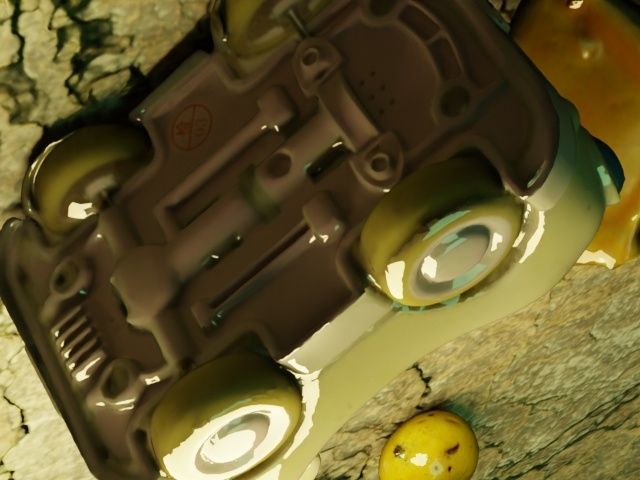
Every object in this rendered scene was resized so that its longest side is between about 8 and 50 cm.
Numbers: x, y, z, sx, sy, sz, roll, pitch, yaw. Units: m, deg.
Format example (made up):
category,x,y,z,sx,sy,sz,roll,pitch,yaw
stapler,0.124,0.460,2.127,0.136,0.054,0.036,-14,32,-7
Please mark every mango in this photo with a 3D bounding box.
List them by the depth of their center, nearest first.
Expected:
category,x,y,z,sx,sy,sz,roll,pitch,yaw
mango,0.105,0.217,1.518,0.103,0.076,0.161,-39,159,-9

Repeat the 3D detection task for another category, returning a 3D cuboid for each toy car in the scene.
category,x,y,z,sx,sy,sz,roll,pitch,yaw
toy car,0.000,0.000,0.944,0.336,0.242,0.226,-41,147,10

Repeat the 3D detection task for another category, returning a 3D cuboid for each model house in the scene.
category,x,y,z,sx,sy,sz,roll,pitch,yaw
model house,0.178,-0.086,1.033,0.239,0.173,0.268,-56,175,32
